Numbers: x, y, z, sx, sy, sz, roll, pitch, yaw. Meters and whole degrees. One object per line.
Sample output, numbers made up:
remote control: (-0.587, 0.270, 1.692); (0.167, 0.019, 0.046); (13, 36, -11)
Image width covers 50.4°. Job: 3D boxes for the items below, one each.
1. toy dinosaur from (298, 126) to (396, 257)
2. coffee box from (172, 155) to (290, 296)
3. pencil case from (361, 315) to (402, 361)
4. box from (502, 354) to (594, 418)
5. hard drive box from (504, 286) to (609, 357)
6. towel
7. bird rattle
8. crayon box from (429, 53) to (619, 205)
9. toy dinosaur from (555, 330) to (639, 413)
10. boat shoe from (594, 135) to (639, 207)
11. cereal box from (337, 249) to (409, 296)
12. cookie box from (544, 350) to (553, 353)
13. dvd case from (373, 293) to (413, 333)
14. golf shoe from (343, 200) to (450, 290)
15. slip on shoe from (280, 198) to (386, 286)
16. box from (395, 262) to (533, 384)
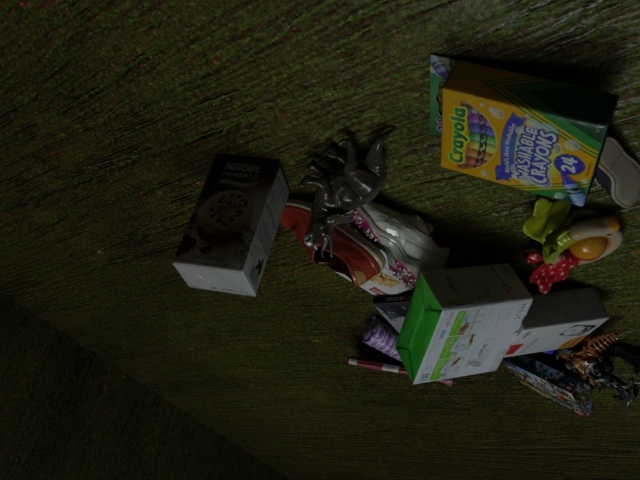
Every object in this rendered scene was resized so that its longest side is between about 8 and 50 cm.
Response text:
toy dinosaur: (0.061, -0.126, 1.457); (0.160, 0.121, 0.313); (42, 107, -16)
coffee box: (-0.194, -0.038, 1.539); (0.168, 0.297, 0.119); (6, 149, 16)
pencil case: (0.222, 0.306, 2.046); (0.206, 0.088, 0.086); (31, 154, -19)
box: (0.647, 0.405, 1.939); (0.233, 0.044, 0.159); (24, 161, 49)
hard drive box: (0.542, 0.201, 1.654); (0.232, 0.089, 0.181); (-5, 150, -15)
towel: (0.259, 0.411, 2.143); (0.329, 0.037, 0.237); (8, 172, 15)
bird rattle: (0.538, 0.021, 1.451); (0.207, 0.143, 0.253); (-13, 142, 14)
crayon box: (0.329, -0.194, 1.200); (0.323, 0.083, 0.203); (20, 150, 22)
toy dinosaur: (0.737, 0.332, 1.803); (0.218, 0.164, 0.322); (24, 172, 20)
boat shoe: (0.546, -0.137, 1.284); (0.206, 0.075, 0.065); (39, -175, -38)
cereal box: (0.175, 0.070, 1.754); (0.173, 0.047, 0.240); (32, 144, -23)
cookie box: (0.598, 0.260, 1.844); (0.092, 0.040, 0.107); (12, 147, 9)
dvd case: (0.271, 0.210, 1.892); (0.179, 0.029, 0.238); (-6, 150, 25)
golf shoe: (0.173, -0.024, 1.577); (0.306, 0.140, 0.115); (47, 168, -8)
slip on shoe: (0.000, 0.000, 1.609); (0.331, 0.101, 0.123); (33, 159, 28)
box: (0.324, 0.194, 1.563); (0.231, 0.126, 0.262); (-6, 134, -18)
